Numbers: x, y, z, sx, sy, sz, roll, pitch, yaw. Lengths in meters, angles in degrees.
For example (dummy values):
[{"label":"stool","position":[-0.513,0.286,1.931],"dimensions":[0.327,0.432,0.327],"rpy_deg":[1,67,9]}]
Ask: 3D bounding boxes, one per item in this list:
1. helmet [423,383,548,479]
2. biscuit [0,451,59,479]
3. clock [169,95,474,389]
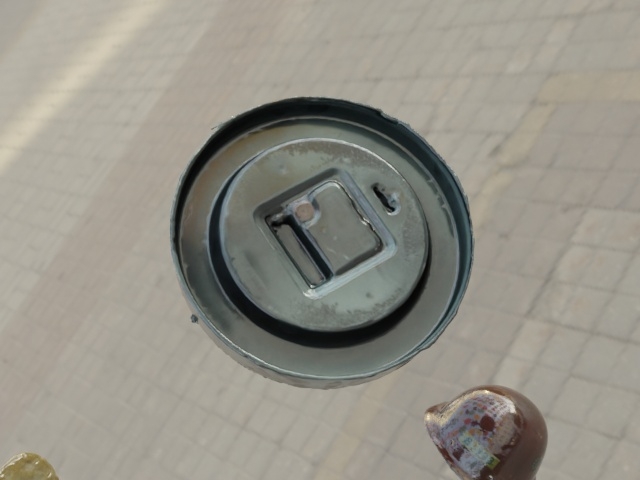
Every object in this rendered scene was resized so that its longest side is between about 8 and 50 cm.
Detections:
[{"label":"helmet","position":[0.232,0.244,1.512],"dimensions":[0.175,0.155,0.106],"rpy_deg":[41,121,27]},{"label":"biscuit","position":[-0.284,0.246,1.004],"dimensions":[0.018,0.071,0.147],"rpy_deg":[-20,17,44]},{"label":"clock","position":[0.000,0.000,1.160],"dimensions":[0.061,0.312,0.312],"rpy_deg":[111,-176,-66]}]
